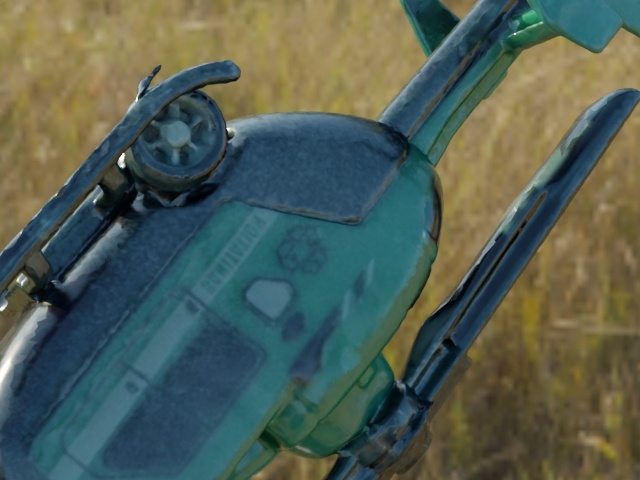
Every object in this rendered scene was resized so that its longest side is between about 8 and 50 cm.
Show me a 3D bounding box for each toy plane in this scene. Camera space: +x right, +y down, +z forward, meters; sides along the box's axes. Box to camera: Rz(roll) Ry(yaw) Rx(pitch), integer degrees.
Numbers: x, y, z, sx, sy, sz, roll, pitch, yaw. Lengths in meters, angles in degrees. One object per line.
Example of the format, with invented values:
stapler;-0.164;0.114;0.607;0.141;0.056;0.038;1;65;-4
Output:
toy plane;0.000;0.000;0.388;0.235;0.096;0.060;-50;5;-18
